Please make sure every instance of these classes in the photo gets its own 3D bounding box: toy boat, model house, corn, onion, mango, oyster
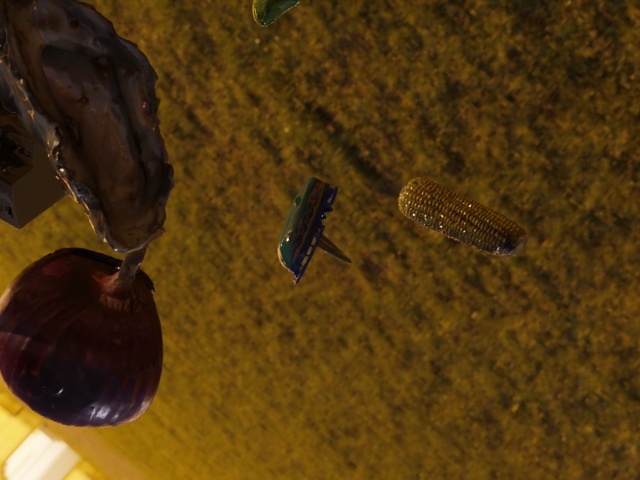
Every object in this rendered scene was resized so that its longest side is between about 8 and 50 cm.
[{"bbox_3d":[0.000,0.000,1.402,0.110,0.175,0.091,29,139,-11],"label":"toy boat"},{"bbox_3d":[-0.548,-0.165,1.668,0.248,0.181,0.176,26,135,16],"label":"model house"},{"bbox_3d":[0.205,-0.032,1.468,0.203,0.072,0.072,27,159,25],"label":"corn"},{"bbox_3d":[-0.354,0.152,1.459,0.230,0.256,0.272,-91,0,-61],"label":"onion"},{"bbox_3d":[-0.059,-0.445,1.748,0.091,0.165,0.074,40,178,31],"label":"mango"},{"bbox_3d":[-0.268,-0.155,1.086,0.341,0.166,0.110,49,160,-7],"label":"oyster"}]

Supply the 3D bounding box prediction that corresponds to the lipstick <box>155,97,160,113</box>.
[{"bbox_3d":[-0.361,-0.205,1.273,0.312,0.051,0.051,18,-159,-7],"label":"lipstick"}]
